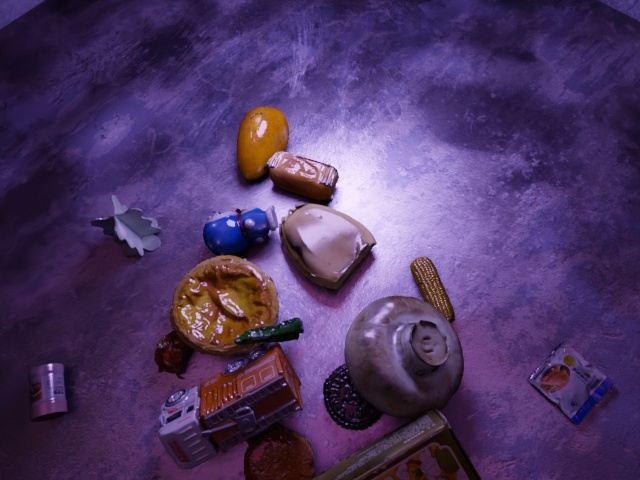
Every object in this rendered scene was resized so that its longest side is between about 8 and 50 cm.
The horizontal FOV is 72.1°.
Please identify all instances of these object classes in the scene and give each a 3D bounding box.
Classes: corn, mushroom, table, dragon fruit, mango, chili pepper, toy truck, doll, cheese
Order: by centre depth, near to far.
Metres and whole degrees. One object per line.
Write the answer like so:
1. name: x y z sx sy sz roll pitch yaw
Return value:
1. toy truck: -0.246 0.462 1.209 0.388 0.207 0.173 -27 104 -5
2. mushroom: 0.235 0.312 1.214 0.353 0.260 0.351 14 54 -20
3. chili pepper: -0.155 0.274 1.272 0.227 0.088 0.059 -2 47 -44
4. dragon fruit: -0.455 0.345 1.364 0.102 0.096 0.147 17 72 7
5. corn: 0.356 0.157 1.386 0.080 0.080 0.230 -22 69 -4
6. doll: -0.264 -0.046 1.454 0.257 0.215 0.161 -22 88 3
7. cheese: 0.000 0.000 1.458 0.316 0.128 0.259 36 64 14
8. table: -0.651 -0.047 1.483 0.167 0.198 0.166 -2 68 4
9. mango: -0.217 -0.358 1.588 0.160 0.191 0.290 13 74 17

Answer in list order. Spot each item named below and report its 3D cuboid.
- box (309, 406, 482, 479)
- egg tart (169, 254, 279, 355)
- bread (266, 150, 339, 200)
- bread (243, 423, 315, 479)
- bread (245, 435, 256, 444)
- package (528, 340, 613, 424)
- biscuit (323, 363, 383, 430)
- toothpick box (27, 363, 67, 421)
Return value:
1. box: 0.206 0.669 1.036 0.421 0.138 0.372 -29 89 -3
2. egg tart: -0.293 0.210 1.383 0.342 0.132 0.340 0 69 0
3. bread: -0.062 -0.223 1.542 0.242 0.136 0.106 18 73 12
4. bread: -0.111 0.611 1.199 0.200 0.104 0.198 2 77 -9
5. bread: -0.179 0.592 1.274 0.047 0.036 0.083 -42 72 -3
6. package: 0.727 0.410 1.279 0.171 0.027 0.173 -42 67 -12
7. biscuit: 0.102 0.457 1.296 0.195 0.053 0.194 -1 68 3
8. toothpick box: -0.834 0.464 1.344 0.099 0.098 0.148 -18 67 -3
